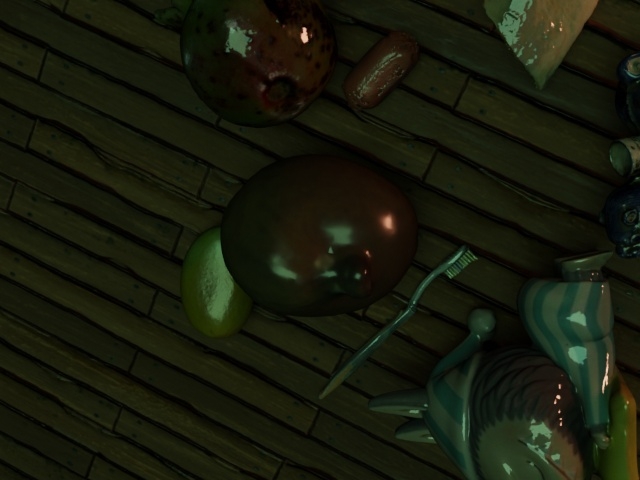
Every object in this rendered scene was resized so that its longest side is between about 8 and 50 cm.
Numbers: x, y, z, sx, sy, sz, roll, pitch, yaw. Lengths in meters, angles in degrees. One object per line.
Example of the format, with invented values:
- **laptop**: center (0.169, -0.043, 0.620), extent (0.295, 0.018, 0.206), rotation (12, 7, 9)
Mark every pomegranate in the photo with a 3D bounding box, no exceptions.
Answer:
- **pomegranate**: center (-0.111, -0.295, 1.212), extent (0.242, 0.306, 0.242), rotation (-14, 119, -26)

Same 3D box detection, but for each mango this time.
- **mango**: center (-0.172, 0.069, 1.359), extent (0.130, 0.092, 0.195), rotation (13, 102, 12)

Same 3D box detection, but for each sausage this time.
- **sausage**: center (0.089, -0.255, 1.222), extent (0.076, 0.076, 0.141), rotation (45, 113, 0)

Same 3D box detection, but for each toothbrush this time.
- **toothbrush**: center (0.117, 0.142, 1.337), extent (0.037, 0.028, 0.375), rotation (41, 109, -6)

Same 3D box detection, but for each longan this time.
- **longan**: center (0.000, 0.000, 1.206), extent (0.300, 0.300, 0.243), rotation (-1, 126, 14)

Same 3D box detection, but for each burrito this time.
- **burrito**: center (0.332, -0.373, 1.117), extent (0.143, 0.105, 0.299), rotation (31, 107, 1)

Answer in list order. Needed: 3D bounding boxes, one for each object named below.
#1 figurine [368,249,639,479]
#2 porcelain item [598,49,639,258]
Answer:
- **figurine**: center (0.253, 0.211, 1.194), extent (0.377, 0.266, 0.361), rotation (-6, 89, 7)
- **porcelain item**: center (0.461, -0.120, 1.098), extent (0.186, 0.138, 0.288), rotation (-15, 106, -13)
